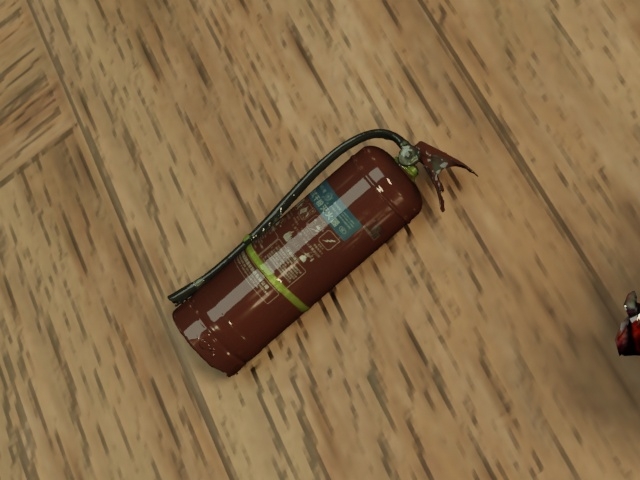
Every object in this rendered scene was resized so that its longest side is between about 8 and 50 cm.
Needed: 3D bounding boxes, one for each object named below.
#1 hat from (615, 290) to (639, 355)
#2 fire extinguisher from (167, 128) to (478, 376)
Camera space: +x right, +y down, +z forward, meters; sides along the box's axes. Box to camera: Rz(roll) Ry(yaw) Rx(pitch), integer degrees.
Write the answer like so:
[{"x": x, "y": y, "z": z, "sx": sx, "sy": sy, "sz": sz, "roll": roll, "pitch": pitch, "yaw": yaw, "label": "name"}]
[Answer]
[{"x": 0.211, "y": 0.039, "z": 0.587, "sx": 0.227, "sy": 0.129, "sz": 0.140, "roll": 36, "pitch": 63, "yaw": 23, "label": "hat"}, {"x": 0.000, "y": 0.000, "z": 0.770, "sx": 0.132, "sy": 0.039, "sz": 0.056, "roll": -41, "pitch": 59, "yaw": 6, "label": "fire extinguisher"}]
